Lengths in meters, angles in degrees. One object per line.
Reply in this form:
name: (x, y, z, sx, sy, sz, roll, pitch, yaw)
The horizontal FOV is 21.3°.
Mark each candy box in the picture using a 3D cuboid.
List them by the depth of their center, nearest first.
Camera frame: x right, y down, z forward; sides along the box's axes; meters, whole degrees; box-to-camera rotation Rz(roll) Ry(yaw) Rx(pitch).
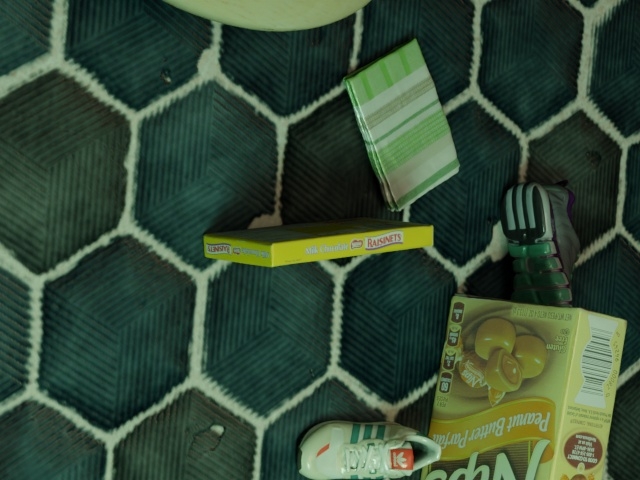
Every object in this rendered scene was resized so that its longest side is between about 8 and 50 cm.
candy box: (0.000, 0.000, 1.629, 0.206, 0.105, 0.027, -7, 97, -40)
candy box: (0.200, 0.222, 1.764, 0.087, 0.183, 0.317, 16, 82, -40)

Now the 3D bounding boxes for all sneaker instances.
sneaker: (0.052, 0.212, 1.706, 0.161, 0.075, 0.057, 1, 92, -41)
sneaker: (0.261, 0.043, 1.876, 0.098, 0.083, 0.224, -10, 98, -45)

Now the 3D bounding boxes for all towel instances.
towel: (0.084, -0.119, 1.753, 0.113, 0.023, 0.152, -34, 112, -37)

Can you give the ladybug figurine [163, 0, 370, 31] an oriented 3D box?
ladybug figurine: (-0.106, -0.343, 1.479, 0.449, 0.162, 0.305, 27, 75, -38)
